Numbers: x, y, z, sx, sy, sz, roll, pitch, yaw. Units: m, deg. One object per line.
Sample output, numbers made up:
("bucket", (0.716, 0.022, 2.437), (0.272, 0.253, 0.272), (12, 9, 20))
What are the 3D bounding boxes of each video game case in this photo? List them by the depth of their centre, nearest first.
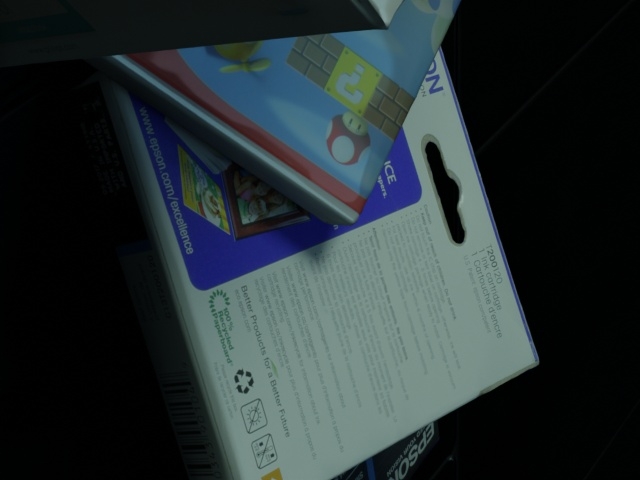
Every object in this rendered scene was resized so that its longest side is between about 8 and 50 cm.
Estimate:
("video game case", (-0.003, -0.178, 0.657), (0.204, 0.025, 0.285), (34, 75, -31))

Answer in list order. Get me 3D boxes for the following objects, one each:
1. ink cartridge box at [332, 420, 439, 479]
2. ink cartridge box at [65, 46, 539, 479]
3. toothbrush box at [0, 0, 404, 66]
("ink cartridge box", (0.003, 0.087, 0.889), (0.165, 0.065, 0.333), (-47, 145, -39))
("ink cartridge box", (0.000, 0.000, 0.724), (0.208, 0.045, 0.206), (-21, 96, -42))
("toothbrush box", (-0.009, -0.204, 0.492), (0.126, 0.216, 0.295), (50, 62, -30))
